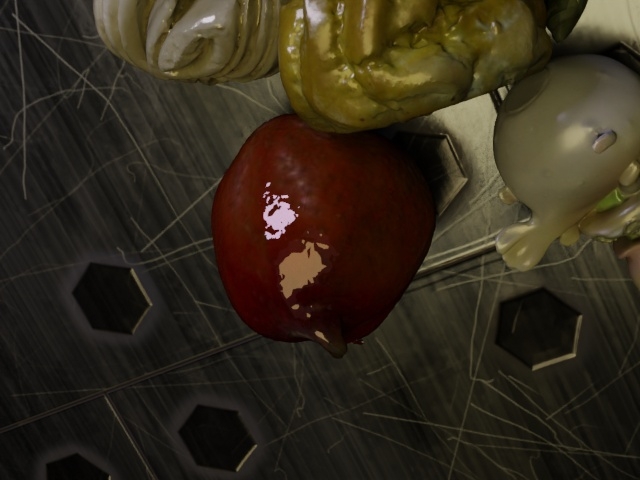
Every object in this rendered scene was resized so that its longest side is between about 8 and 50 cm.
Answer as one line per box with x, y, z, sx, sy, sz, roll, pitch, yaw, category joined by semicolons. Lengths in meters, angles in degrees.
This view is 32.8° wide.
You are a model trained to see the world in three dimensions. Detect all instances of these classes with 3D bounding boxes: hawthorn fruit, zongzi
-0.008;-0.010;1.388;0.295;0.311;0.295;22;139;21;hawthorn fruit
0.306;-0.296;1.299;0.055;0.119;0.109;30;114;-23;zongzi

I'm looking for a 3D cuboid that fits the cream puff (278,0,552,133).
0.097;-0.270;1.251;0.324;0.291;0.257;-22;103;-23;cream puff

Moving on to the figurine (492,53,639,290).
0.359;-0.037;1.361;0.274;0.226;0.394;-43;111;11;figurine

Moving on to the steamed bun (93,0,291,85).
-0.150;-0.315;1.341;0.289;0.203;0.276;28;111;8;steamed bun
